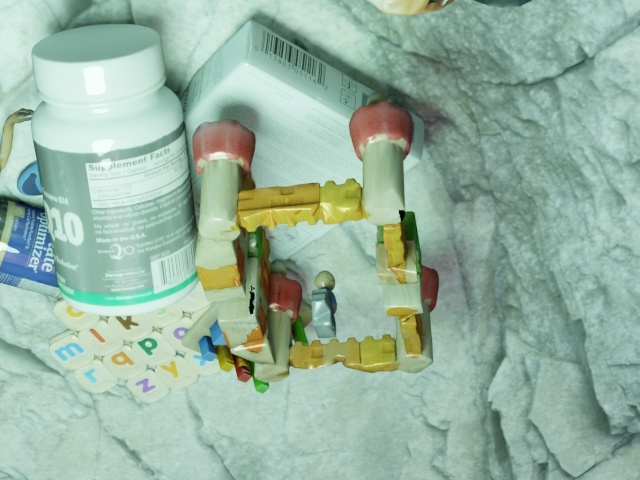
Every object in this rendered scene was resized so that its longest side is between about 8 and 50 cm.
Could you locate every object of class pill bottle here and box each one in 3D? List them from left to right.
[{"bbox_3d":[-0.393,0.022,2.197,0.219,0.123,0.123,16,127,-19],"label":"pill bottle"},{"bbox_3d":[-0.279,-0.097,2.009,0.204,0.204,0.361,-6,115,-2],"label":"pill bottle"}]

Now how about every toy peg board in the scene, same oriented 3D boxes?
[{"bbox_3d":[-0.107,0.159,2.355,0.160,0.079,0.161,25,120,-35],"label":"toy peg board"}]

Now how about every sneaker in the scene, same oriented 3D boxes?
[{"bbox_3d":[-0.372,-0.088,2.147,0.144,0.059,0.053,-13,133,5],"label":"sneaker"}]

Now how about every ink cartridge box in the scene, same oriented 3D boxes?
[{"bbox_3d":[-0.086,-0.121,2.161,0.308,0.091,0.385,27,139,-26],"label":"ink cartridge box"}]

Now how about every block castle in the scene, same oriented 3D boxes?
[{"bbox_3d":[0.000,0.000,2.071,0.303,0.213,0.453,-5,144,7],"label":"block castle"}]

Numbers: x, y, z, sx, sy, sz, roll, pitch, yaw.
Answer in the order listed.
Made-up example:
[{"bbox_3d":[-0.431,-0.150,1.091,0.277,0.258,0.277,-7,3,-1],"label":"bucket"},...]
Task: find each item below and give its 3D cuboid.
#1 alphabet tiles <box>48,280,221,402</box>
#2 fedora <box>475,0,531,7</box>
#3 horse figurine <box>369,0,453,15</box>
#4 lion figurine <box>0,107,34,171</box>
[{"bbox_3d":[-0.286,0.151,2.384,0.284,0.021,0.278,-26,131,15],"label":"alphabet tiles"},{"bbox_3d":[0.141,-0.416,1.812,0.334,0.334,0.152,26,150,-25],"label":"fedora"},{"bbox_3d":[0.085,-0.367,1.961,0.263,0.066,0.174,20,118,-18],"label":"horse figurine"},{"bbox_3d":[-0.571,-0.079,2.079,0.392,0.142,0.240,-12,153,-4],"label":"lion figurine"}]
